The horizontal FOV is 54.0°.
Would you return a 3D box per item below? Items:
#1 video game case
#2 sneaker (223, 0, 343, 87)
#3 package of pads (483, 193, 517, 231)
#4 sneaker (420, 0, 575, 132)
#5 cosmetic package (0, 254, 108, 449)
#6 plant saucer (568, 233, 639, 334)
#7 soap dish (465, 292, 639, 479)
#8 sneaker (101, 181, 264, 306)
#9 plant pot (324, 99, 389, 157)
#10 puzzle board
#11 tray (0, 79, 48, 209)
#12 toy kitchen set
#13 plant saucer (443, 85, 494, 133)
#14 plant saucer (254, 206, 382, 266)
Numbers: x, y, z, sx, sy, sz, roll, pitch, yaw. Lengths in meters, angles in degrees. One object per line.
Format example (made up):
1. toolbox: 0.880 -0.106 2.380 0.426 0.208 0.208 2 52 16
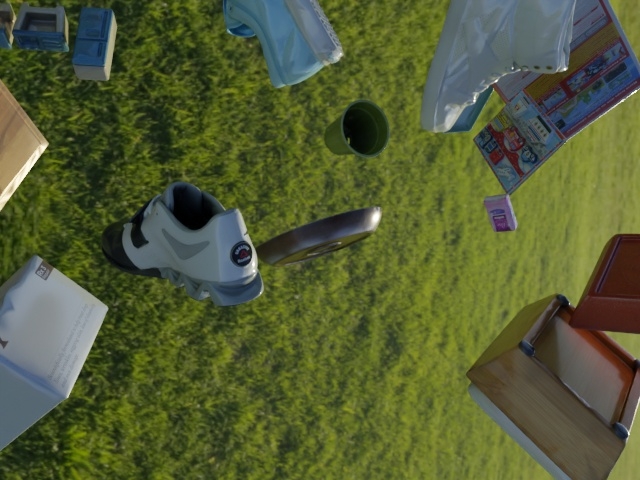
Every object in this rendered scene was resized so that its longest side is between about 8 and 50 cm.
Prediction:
1. video game case: 0.392 -0.279 1.018 0.285 0.204 0.025 34 27 -41
2. sneaker: -0.113 -0.411 1.000 0.366 0.150 0.135 62 14 10
3. package of pads: 0.380 -0.058 1.328 0.032 0.050 0.083 -55 128 -43
4. sneaker: 0.243 -0.237 0.859 0.293 0.169 0.108 99 18 -55
5. cosmetic package: -0.534 0.224 0.987 0.156 0.384 0.217 45 24 -24
6. plant saucer: 0.548 0.056 0.982 0.259 0.258 0.048 -43 123 -43
7. soap dish: 0.373 0.213 0.962 0.290 0.229 0.118 -25 154 -53
8. sneaker: -0.209 -0.020 0.904 0.122 0.330 0.147 -25 118 -45
9. plant pot: 0.045 -0.156 0.926 0.083 0.079 0.084 3 85 -30
10. puzzle board: 0.254 -0.132 0.820 0.011 0.096 0.128 23 33 -30
11. tray: -0.609 -0.078 0.985 0.203 0.076 0.411 72 31 -52
12. toy kitchen set: -0.446 -0.356 0.988 0.166 0.206 0.122 105 -15 -64
13. plant saucer: 0.266 -0.261 1.060 0.067 0.018 0.192 -9 142 -28
14. plant saucer: 0.000 0.000 1.422 0.310 0.310 0.050 -6 77 -57
